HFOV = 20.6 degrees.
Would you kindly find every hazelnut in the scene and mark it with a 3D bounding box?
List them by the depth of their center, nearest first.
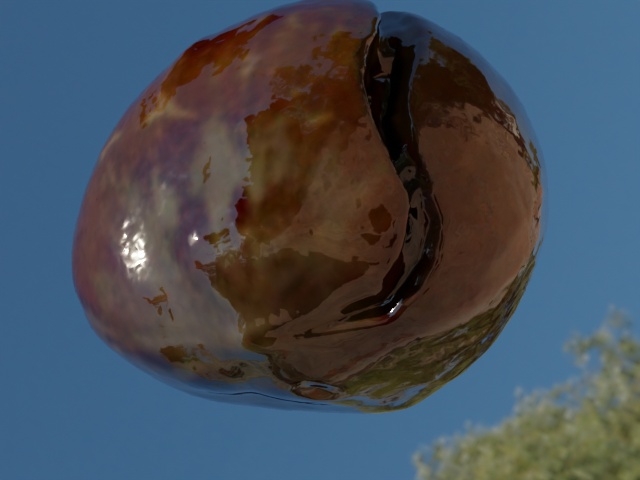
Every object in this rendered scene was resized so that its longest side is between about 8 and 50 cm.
[{"bbox_3d":[0.000,0.000,0.855,0.218,0.234,0.218,43,-145,-41],"label":"hazelnut"}]
